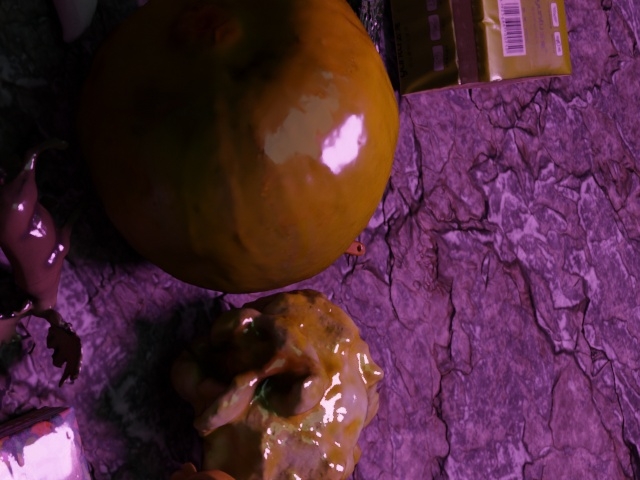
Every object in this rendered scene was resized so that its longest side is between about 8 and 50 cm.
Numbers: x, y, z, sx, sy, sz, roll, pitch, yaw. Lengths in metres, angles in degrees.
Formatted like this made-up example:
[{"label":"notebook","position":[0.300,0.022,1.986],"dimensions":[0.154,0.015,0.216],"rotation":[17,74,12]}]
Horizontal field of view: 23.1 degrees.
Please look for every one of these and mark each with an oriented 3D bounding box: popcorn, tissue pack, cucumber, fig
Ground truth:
[{"label":"popcorn","position":[-0.040,0.174,1.718],"dimensions":[0.255,0.195,0.256],"rotation":[28,67,-41]},{"label":"tissue pack","position":[-0.296,0.234,1.527],"dimensions":[0.148,0.060,0.109],"rotation":[-20,104,-46]},{"label":"tissue pack","position":[0.202,-0.337,2.044],"dimensions":[0.200,0.167,0.275],"rotation":[-11,94,-49]},{"label":"cucumber","position":[0.049,-0.263,1.952],"dimensions":[0.058,0.058,0.187],"rotation":[19,72,-46]},{"label":"fig","position":[-0.074,-0.096,1.608],"dimensions":[0.343,0.343,0.343],"rotation":[4,84,-48]}]

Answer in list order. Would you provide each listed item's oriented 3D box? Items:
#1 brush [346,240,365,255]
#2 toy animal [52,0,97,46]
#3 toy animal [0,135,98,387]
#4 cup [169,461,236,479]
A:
[{"label":"brush","position":[0.000,0.000,1.911],"dimensions":[0.170,0.014,0.043],"rotation":[12,80,-48]},{"label":"toy animal","position":[-0.198,-0.364,1.617],"dimensions":[0.325,0.154,0.208],"rotation":[-51,148,-12]},{"label":"toy animal","position":[-0.282,0.023,1.523],"dimensions":[0.214,0.093,0.186],"rotation":[66,29,-49]},{"label":"cup","position":[-0.101,0.354,1.615],"dimensions":[0.185,0.226,0.241],"rotation":[-12,104,-48]}]
